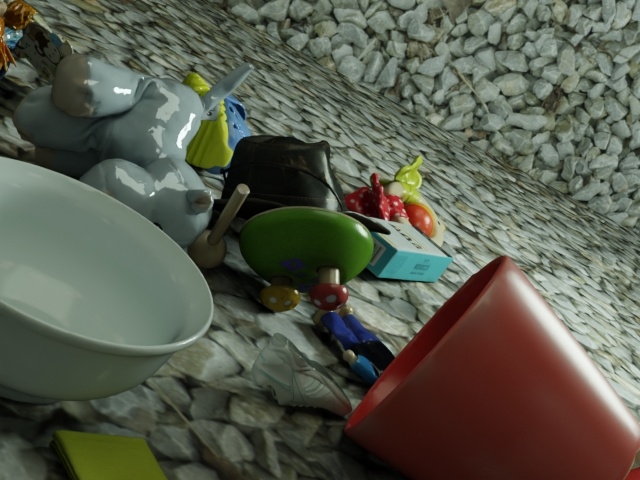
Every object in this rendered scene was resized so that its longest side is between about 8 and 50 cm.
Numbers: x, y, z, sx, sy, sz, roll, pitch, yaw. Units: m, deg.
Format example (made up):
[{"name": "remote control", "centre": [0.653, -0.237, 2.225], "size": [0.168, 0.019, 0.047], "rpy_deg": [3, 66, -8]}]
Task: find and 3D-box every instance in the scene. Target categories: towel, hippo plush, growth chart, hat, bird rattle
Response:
[{"name": "towel", "centre": [-0.135, 0.241, 0.781], "size": [0.102, 0.021, 0.237], "rpy_deg": [20, 19, -46]}, {"name": "hippo plush", "centre": [-0.238, -0.082, 1.265], "size": [0.294, 0.234, 0.237], "rpy_deg": [-1, 64, -34]}, {"name": "growth chart", "centre": [-0.404, -0.267, 1.469], "size": [0.237, 0.172, 0.021], "rpy_deg": [46, 62, 6]}, {"name": "hat", "centre": [-0.048, -0.090, 1.427], "size": [0.331, 0.134, 0.331], "rpy_deg": [5, -3, 0]}, {"name": "bird rattle", "centre": [0.169, -0.062, 1.919], "size": [0.207, 0.143, 0.253], "rpy_deg": [47, 20, -4]}]

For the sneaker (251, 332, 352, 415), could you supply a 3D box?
[{"name": "sneaker", "centre": [-0.023, 0.165, 1.116], "size": [0.152, 0.061, 0.053], "rpy_deg": [42, 1, -35]}]

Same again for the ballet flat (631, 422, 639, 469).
[{"name": "ballet flat", "centre": [0.341, 0.246, 1.438], "size": [0.106, 0.108, 0.316], "rpy_deg": [-15, 40, -39]}]

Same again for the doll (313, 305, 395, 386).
[{"name": "doll", "centre": [0.070, 0.155, 1.293], "size": [0.129, 0.046, 0.189], "rpy_deg": [14, 24, -41]}]

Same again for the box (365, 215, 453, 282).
[{"name": "box", "centre": [0.137, 0.017, 1.710], "size": [0.100, 0.060, 0.244], "rpy_deg": [43, 16, 26]}]

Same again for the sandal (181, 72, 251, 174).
[{"name": "sandal", "centre": [-0.178, -0.202, 1.736], "size": [0.138, 0.126, 0.317], "rpy_deg": [27, 19, -26]}]

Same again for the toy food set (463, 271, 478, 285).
[{"name": "toy food set", "centre": [0.330, 0.150, 1.616], "size": [0.232, 0.111, 0.104], "rpy_deg": [32, 18, 11]}]

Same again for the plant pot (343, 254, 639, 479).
[{"name": "plant pot", "centre": [0.203, 0.195, 1.092], "size": [0.243, 0.275, 0.275], "rpy_deg": [42, 18, 2]}]

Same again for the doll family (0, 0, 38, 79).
[{"name": "doll family", "centre": [-0.461, -0.257, 1.344], "size": [0.118, 0.163, 0.263], "rpy_deg": [30, 18, -3]}]

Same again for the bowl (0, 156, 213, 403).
[{"name": "bowl", "centre": [-0.258, 0.053, 0.890], "size": [0.297, 0.134, 0.298], "rpy_deg": [29, 18, -10]}]

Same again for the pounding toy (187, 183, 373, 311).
[{"name": "pounding toy", "centre": [-0.044, 0.038, 1.284], "size": [0.236, 0.183, 0.110], "rpy_deg": [17, 58, -25]}]

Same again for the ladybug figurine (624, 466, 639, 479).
[{"name": "ladybug figurine", "centre": [0.428, 0.373, 1.099], "size": [0.305, 0.162, 0.449], "rpy_deg": [40, 20, 24]}]
